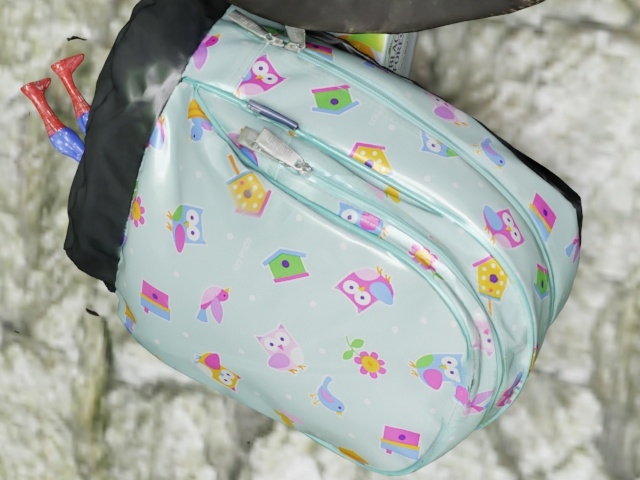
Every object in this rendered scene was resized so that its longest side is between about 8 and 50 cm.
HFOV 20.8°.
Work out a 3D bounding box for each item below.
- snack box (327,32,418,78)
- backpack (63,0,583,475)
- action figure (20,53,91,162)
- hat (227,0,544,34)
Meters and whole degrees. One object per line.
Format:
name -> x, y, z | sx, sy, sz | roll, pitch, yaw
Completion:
snack box -> -0.004, -0.132, 0.684 | 0.100, 0.037, 0.141 | 17, 105, 22
backpack -> 0.000, 0.000, 0.638 | 0.182, 0.115, 0.152 | 29, 139, 10
action figure -> -0.084, -0.023, 0.743 | 0.038, 0.030, 0.115 | -28, 90, 31
hat -> 0.010, -0.140, 0.478 | 0.331, 0.331, 0.133 | -10, 61, 26
